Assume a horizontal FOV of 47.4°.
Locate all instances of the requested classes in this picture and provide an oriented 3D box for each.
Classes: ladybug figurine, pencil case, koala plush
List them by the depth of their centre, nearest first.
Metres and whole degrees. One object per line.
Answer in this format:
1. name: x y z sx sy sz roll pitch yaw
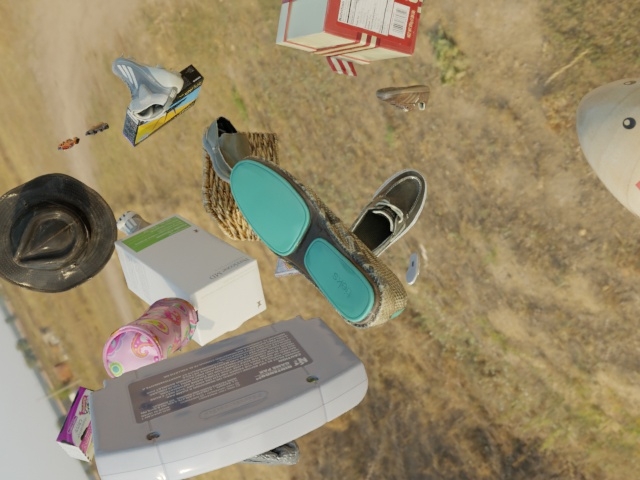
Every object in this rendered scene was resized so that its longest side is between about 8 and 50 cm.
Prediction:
1. ladybug figurine: 0.669 -0.150 1.327 0.162 0.449 0.305 -38 36 52
2. pencil case: -0.332 0.195 1.465 0.284 0.124 0.124 -55 -60 -82
3. koala plush: -0.155 0.565 2.227 0.196 0.203 0.221 139 138 -58

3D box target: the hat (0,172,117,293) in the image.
1. hat: -0.679 0.002 1.817 0.134 0.331 0.331 -127 17 -71

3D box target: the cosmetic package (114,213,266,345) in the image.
1. cosmetic package: -0.323 0.086 1.793 0.365 0.197 0.155 24 133 43

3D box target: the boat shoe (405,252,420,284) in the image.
1. boat shoe: 0.273 0.086 2.113 0.035 0.100 0.035 -14 140 36

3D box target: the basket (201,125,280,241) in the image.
1. basket: -0.237 -0.148 2.066 0.213 0.223 0.299 114 153 -54

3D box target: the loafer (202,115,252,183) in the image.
1. loafer: -0.214 -0.216 1.749 0.251 0.094 0.087 50 131 39

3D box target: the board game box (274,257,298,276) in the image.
1. board game box: -0.057 0.020 2.078 0.060 0.194 0.194 75 172 -78

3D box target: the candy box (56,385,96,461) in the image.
1. candy box: -0.661 0.521 2.053 0.071 0.159 0.233 18 153 -1

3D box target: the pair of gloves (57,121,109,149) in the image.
1. pair of gloves: -0.360 -0.157 1.108 0.010 0.083 0.074 66 166 -22

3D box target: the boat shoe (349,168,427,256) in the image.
1. boat shoe: 0.151 -0.041 1.723 0.121 0.335 0.119 36 165 2

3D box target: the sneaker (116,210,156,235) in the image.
1. sneaker: -0.466 0.008 2.031 0.132 0.086 0.228 44 -176 25

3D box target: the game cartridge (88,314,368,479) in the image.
1. game cartridge: -0.106 0.174 0.818 0.196 0.294 0.060 -149 44 -68

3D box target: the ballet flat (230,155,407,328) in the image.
1. ballet flat: 0.000 0.000 1.543 0.483 0.182 0.164 45 116 26

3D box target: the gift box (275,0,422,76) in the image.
1. gift box: 0.071 -0.499 1.558 0.258 0.276 0.255 18 96 60

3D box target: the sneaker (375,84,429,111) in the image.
1. sneaker: 0.231 -0.386 2.004 0.066 0.188 0.071 21 117 50

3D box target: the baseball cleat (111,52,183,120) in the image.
1. baseball cleat: -0.338 -0.281 1.343 0.206 0.109 0.072 19 172 44

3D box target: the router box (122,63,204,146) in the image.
1. router box: -0.340 -0.290 1.572 0.046 0.179 0.133 48 155 0
